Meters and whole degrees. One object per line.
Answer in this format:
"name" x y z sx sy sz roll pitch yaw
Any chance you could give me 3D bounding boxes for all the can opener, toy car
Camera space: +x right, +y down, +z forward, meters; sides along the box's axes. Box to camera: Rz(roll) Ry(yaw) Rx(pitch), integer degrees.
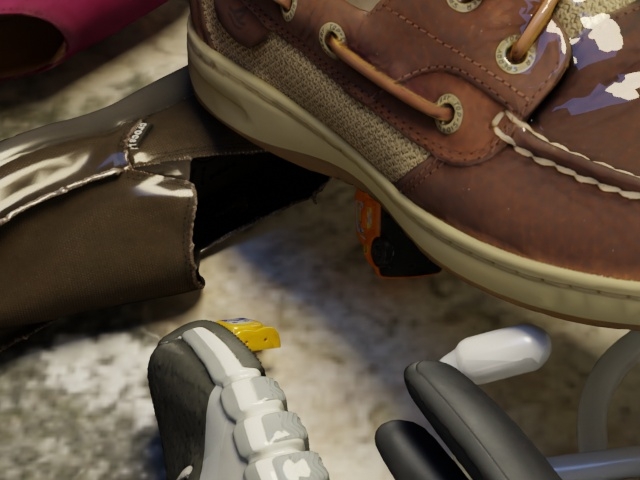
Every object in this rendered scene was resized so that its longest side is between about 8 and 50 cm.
"can opener" 0.073 0.102 0.552 0.073 0.059 0.186 11 21 -44
"toy car" 0.000 0.000 0.791 0.122 0.060 0.040 -23 18 -24

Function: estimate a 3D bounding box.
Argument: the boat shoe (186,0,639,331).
"boat shoe" 0.066 -0.074 0.679 0.123 0.123 0.342 -29 38 -29

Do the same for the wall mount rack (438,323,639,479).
"wall mount rack" 0.198 0.117 0.601 0.304 0.130 0.350 -10 48 7

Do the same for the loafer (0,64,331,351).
"loafer" -0.083 -0.010 0.787 0.220 0.080 0.078 -34 54 -24

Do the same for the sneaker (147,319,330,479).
"sneaker" -0.050 0.132 0.656 0.132 0.086 0.228 -23 51 -12

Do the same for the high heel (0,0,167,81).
"high heel" -0.195 -0.037 0.834 0.377 0.127 0.181 -20 78 -19
